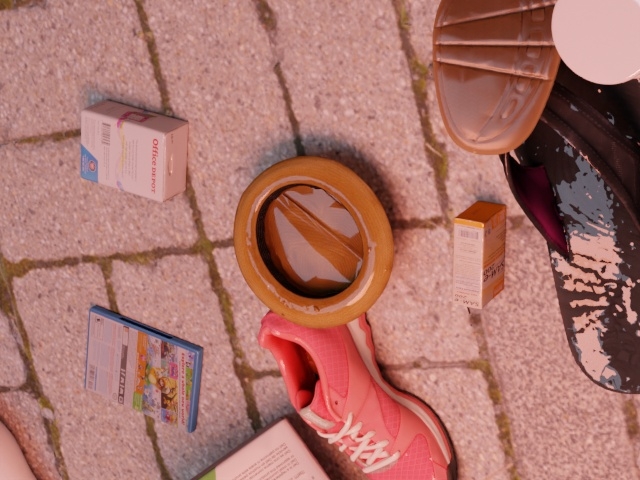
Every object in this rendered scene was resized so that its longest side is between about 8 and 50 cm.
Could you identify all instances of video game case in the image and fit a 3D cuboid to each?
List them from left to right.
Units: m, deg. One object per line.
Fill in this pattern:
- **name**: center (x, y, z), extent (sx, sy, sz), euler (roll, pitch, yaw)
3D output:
- **video game case**: center (-0.223, 0.161, 2.148), extent (0.166, 0.015, 0.119), euler (20, 118, 25)

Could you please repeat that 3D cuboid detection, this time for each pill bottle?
- **pill bottle**: center (0.295, -0.214, 1.553), extent (0.119, 0.208, 0.119), euler (12, 115, 27)

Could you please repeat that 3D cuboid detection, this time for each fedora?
- **fedora**: center (0.000, 0.000, 1.890), extent (0.194, 0.079, 0.194), euler (1, 93, 20)

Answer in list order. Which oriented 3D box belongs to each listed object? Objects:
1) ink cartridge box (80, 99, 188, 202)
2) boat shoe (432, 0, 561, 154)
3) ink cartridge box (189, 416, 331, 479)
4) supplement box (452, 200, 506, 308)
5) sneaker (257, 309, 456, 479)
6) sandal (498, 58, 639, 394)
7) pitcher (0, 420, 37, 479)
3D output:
- **ink cartridge box**: center (-0.218, -0.106, 2.015), extent (0.122, 0.052, 0.089), euler (18, 118, 27)
- **boat shoe**: center (0.177, -0.249, 1.623), extent (0.123, 0.123, 0.342), euler (1, 88, 13)
- **ink cartridge box**: center (-0.045, 0.382, 1.997), extent (0.211, 0.121, 0.289), euler (-34, 88, -6)
- **supplement box**: center (0.168, 0.015, 1.815), extent (0.036, 0.062, 0.098), euler (11, 115, 27)
- **sneaker**: center (0.028, 0.195, 1.929), extent (0.116, 0.136, 0.314), euler (-34, 89, 38)
- **sandal**: center (0.262, -0.052, 1.699), extent (0.167, 0.107, 0.446), euler (-15, 98, 34)
- **pitcher**: center (-0.457, 0.321, 2.304), extent (0.207, 0.125, 0.178), euler (43, 142, -3)
